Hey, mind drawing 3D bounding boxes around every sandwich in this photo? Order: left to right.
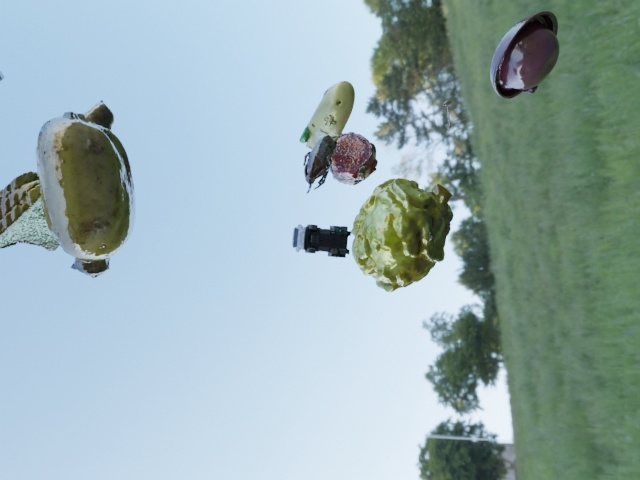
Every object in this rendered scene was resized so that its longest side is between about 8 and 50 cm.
[{"bbox_3d":[-0.592,-0.055,1.000,0.065,0.186,0.215,46,-179,4],"label":"sandwich"}]

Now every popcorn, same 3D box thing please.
[{"bbox_3d":[0.193,-0.015,1.032,0.266,0.192,0.233,-39,-62,-14],"label":"popcorn"}]

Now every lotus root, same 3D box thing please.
[{"bbox_3d":[-0.399,-0.074,0.816,0.160,0.146,0.284,-39,-47,-72],"label":"lotus root"}]

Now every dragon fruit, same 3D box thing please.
[{"bbox_3d":[0.124,-0.327,1.907,0.282,0.211,0.147,60,180,34],"label":"dragon fruit"}]

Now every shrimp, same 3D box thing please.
[{"bbox_3d":[-0.006,-0.209,1.315,0.073,0.075,0.190,39,-122,-44],"label":"shrimp"}]

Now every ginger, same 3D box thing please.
[{"bbox_3d":[-0.620,-0.297,1.313,0.095,0.069,0.190,-6,-81,-70],"label":"ginger"}]

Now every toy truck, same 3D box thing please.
[{"bbox_3d":[0.000,0.000,1.634,0.216,0.116,0.110,5,-91,-41],"label":"toy truck"}]

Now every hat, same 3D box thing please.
[{"bbox_3d":[0.473,-0.405,1.061,0.205,0.205,0.089,20,-159,-52],"label":"hat"}]

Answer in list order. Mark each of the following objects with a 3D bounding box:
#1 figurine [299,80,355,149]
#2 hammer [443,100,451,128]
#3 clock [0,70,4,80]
[{"bbox_3d":[0.041,-0.430,1.605,0.124,0.324,0.222,27,-118,-6],"label":"figurine"},{"bbox_3d":[0.415,-0.407,1.532,0.123,0.029,0.014,57,-167,-56],"label":"hammer"},{"bbox_3d":[-0.867,-0.294,1.078,0.080,0.319,0.318,61,-144,-33],"label":"clock"}]
